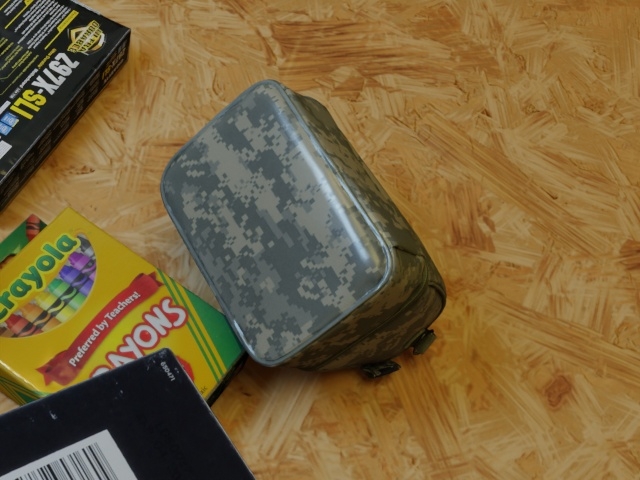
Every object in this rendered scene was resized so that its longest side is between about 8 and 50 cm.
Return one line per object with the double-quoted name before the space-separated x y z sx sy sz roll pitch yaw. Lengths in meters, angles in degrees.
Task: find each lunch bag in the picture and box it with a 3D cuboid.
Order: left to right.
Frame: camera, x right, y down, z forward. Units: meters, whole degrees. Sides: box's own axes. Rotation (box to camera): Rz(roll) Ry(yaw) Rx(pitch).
"lunch bag" 0.000 0.000 1.168 0.305 0.212 0.256 56 20 22

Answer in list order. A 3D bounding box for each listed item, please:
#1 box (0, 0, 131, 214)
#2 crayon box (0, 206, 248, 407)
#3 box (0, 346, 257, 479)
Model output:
"box" -0.429 -0.205 1.265 0.257 0.079 0.322 28 55 0
"crayon box" -0.260 0.102 1.115 0.318 0.081 0.202 33 56 7
"box" -0.244 0.277 0.853 0.296 0.294 0.183 -20 63 -38
